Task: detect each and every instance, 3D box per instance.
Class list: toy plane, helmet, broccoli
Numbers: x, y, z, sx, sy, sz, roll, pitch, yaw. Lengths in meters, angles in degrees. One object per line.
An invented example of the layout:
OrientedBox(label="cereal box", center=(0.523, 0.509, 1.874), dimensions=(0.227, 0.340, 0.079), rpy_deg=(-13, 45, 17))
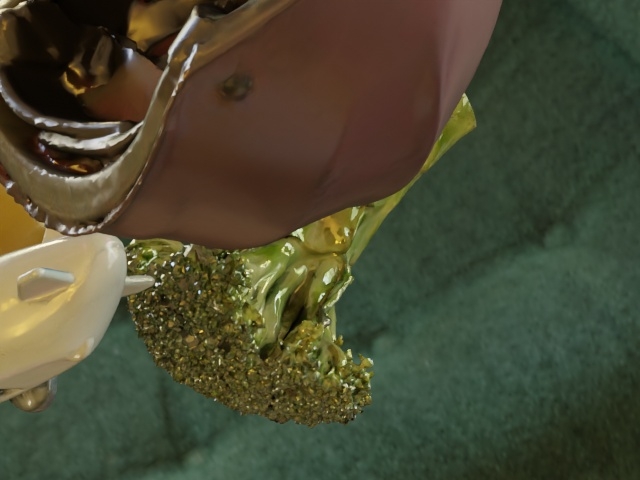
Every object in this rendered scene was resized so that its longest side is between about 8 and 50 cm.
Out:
OrientedBox(label="toy plane", center=(-0.244, 0.060, 1.135), dimensions=(0.267, 0.267, 0.123), rpy_deg=(-22, 73, 3))
OrientedBox(label="helmet", center=(-0.022, -0.152, 0.726), dimensions=(0.271, 0.197, 0.338), rpy_deg=(6, 82, 52))
OrientedBox(label="broccoli", center=(0.005, 0.002, 1.384), dimensions=(0.361, 0.221, 0.252), rpy_deg=(-40, 21, 5))

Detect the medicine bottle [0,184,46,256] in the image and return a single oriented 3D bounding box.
OrientedBox(label="medicine bottle", center=(-0.364, 0.053, 1.399), dimensions=(0.238, 0.238, 0.232), rpy_deg=(22, 63, 36))
